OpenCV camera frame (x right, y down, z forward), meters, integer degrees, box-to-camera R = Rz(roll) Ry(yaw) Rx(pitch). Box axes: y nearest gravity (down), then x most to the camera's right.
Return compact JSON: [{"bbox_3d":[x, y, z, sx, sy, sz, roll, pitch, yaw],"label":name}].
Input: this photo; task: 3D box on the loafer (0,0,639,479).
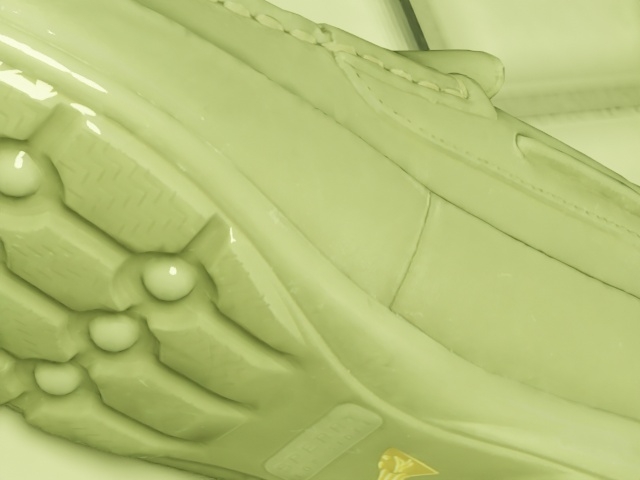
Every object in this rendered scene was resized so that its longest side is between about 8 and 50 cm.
[{"bbox_3d":[0.000,0.000,0.463,0.319,0.112,0.111,31,46,-23],"label":"loafer"}]
